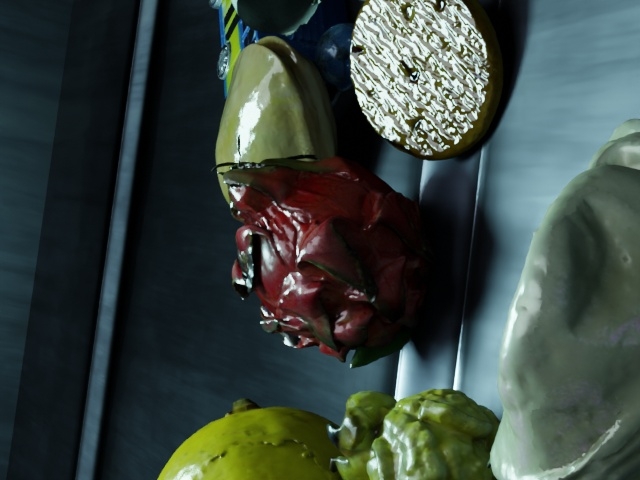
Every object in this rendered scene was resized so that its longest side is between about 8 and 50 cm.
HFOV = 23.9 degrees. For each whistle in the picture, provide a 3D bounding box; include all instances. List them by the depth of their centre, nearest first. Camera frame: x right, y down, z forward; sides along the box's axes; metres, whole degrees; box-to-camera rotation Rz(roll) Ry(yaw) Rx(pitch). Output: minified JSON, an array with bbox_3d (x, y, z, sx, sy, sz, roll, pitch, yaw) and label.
[{"bbox_3d":[0.042,-0.236,1.882,0.158,0.090,0.090,148,127,-61],"label":"whistle"}]

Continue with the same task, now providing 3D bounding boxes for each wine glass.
[{"bbox_3d":[-0.069,-0.372,1.888,0.126,0.126,0.241,122,147,-42],"label":"wine glass"}]

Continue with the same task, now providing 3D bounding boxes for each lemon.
[{"bbox_3d":[-0.053,0.329,1.647,0.297,0.297,0.297,-171,90,-67],"label":"lemon"}]

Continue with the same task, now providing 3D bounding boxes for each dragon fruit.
[{"bbox_3d":[0.000,0.000,1.672,0.233,0.293,0.234,-37,22,17],"label":"dragon fruit"}]

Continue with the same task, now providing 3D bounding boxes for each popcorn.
[{"bbox_3d":[0.103,0.231,1.506,0.195,0.173,0.168,-4,100,57],"label":"popcorn"}]

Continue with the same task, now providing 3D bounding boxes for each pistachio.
[{"bbox_3d":[-0.059,-0.139,1.926,0.212,0.162,0.261,24,127,43],"label":"pistachio"}]

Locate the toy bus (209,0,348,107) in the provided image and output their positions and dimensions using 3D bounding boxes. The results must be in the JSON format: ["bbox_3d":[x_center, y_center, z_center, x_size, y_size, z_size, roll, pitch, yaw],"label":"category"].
[{"bbox_3d":[-0.058,-0.313,2.075,0.175,0.138,0.288,125,146,-48],"label":"toy bus"}]

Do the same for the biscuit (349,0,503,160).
[{"bbox_3d":[0.116,-0.191,1.656,0.212,0.036,0.212,14,111,41],"label":"biscuit"}]

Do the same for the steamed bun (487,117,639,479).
[{"bbox_3d":[0.256,0.075,1.105,0.268,0.207,0.280,-50,-29,-48],"label":"steamed bun"}]
